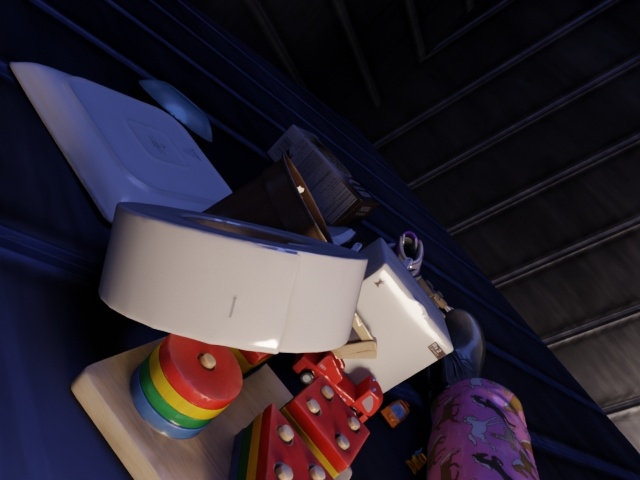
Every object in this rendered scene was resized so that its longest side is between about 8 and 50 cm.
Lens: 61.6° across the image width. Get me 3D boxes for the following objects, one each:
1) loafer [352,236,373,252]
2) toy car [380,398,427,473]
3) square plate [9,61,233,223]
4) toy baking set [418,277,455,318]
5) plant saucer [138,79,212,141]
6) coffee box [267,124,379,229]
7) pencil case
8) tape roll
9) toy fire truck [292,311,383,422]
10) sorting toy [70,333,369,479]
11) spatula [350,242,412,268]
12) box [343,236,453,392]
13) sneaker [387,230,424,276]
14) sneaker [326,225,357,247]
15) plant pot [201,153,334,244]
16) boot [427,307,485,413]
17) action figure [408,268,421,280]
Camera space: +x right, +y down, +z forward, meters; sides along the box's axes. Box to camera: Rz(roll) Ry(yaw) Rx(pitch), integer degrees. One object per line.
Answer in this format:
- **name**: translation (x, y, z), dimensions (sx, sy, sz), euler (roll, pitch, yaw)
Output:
- **loafer**: translation (0.132, 0.071, 1.317), dimensions (0.078, 0.076, 0.223), euler (37, 21, -49)
- **toy car**: translation (0.144, 0.307, 0.864), dimensions (0.060, 0.040, 0.122), euler (24, 26, -49)
- **square plate**: translation (-0.287, -0.147, 0.901), dimensions (0.347, 0.049, 0.344), euler (52, 19, 20)
- **toy baking set**: translation (0.372, 0.183, 1.690), dimensions (0.197, 0.030, 0.256), euler (28, 24, -44)
- **plant saucer**: translation (-0.299, -0.290, 1.157), dimensions (0.195, 0.037, 0.195), euler (41, 6, -5)
- **coffee box**: translation (0.010, -0.174, 1.523), dimensions (0.297, 0.119, 0.168), euler (50, 17, 14)
- **pencil case**: translation (0.251, 0.353, 0.809), dimensions (0.167, 0.160, 0.386), euler (53, 16, -4)
- **tape roll**: translation (-0.093, 0.034, 0.608), dimensions (0.287, 0.100, 0.286), euler (14, 3, -1)
- **toy fire truck**: translation (0.035, 0.164, 0.777), dimensions (0.192, 0.135, 0.047), euler (43, 17, -7)
- **sorting toy**: translation (-0.071, 0.185, 0.563), dimensions (0.257, 0.089, 0.255), euler (49, 18, 11)
- **spatula**: translation (0.099, 0.075, 1.106), dimensions (0.168, 0.019, 0.242), euler (15, 28, 18)
- **box**: translation (0.081, 0.128, 0.855), dimensions (0.181, 0.182, 0.119), euler (50, 15, -14)
- **sneaker**: translation (0.226, 0.035, 1.441), dimensions (0.102, 0.160, 0.282), euler (8, 23, -5)
- **sneaker**: translation (0.000, 0.000, 1.147), dimensions (0.108, 0.100, 0.271), euler (40, 15, 9)
- **plant pot**: translation (-0.087, -0.022, 0.824), dimensions (0.166, 0.165, 0.167), euler (61, 7, -13)
- **boot**: translation (0.273, 0.242, 1.104), dimensions (0.161, 0.084, 0.246), euler (30, 53, -46)
- **action figure**: translation (0.223, 0.181, 1.182), dimensions (0.137, 0.064, 0.232), euler (-100, 173, -76)
